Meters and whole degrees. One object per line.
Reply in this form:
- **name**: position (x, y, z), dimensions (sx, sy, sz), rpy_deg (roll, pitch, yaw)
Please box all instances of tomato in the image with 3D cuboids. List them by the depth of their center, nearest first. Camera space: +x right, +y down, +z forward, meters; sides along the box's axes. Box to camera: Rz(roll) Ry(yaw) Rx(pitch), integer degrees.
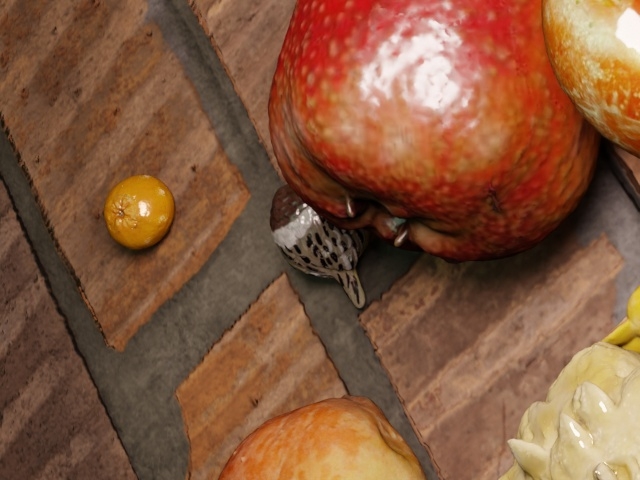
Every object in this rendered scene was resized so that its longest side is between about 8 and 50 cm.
- **tomato**: position (0.306, -0.176, 1.321), dimensions (0.270, 0.222, 0.270), rpy_deg (-9, 71, 26)

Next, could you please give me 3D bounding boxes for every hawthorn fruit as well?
- **hawthorn fruit**: position (0.105, -0.166, 1.499), dimensions (0.284, 0.284, 0.369), rpy_deg (-2, 76, 45)

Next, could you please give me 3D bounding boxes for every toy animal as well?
- **toy animal**: position (0.283, 0.049, 1.447), dimensions (0.083, 0.070, 0.159), rpy_deg (41, 142, -8)
- **toy animal**: position (0.000, 0.000, 1.715), dimensions (0.098, 0.098, 0.137), rpy_deg (-24, 73, 42)

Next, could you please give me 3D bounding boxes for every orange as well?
- **orange**: position (-0.199, -0.031, 1.934), dimensions (0.083, 0.070, 0.083), rpy_deg (0, 90, 41)

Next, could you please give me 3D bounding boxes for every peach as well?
- **peach**: position (0.008, 0.249, 1.651), dimensions (0.232, 0.232, 0.233), rpy_deg (-1, 89, 45)

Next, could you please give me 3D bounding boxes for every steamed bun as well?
- **steamed bun**: position (0.238, 0.219, 1.409), dimensions (0.295, 0.137, 0.292), rpy_deg (57, 136, 41)
